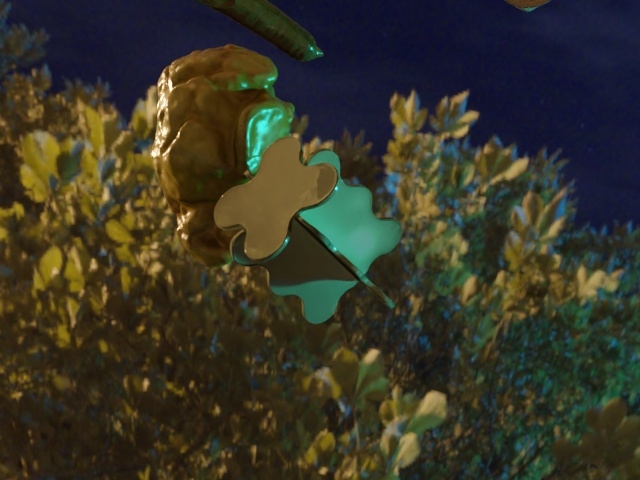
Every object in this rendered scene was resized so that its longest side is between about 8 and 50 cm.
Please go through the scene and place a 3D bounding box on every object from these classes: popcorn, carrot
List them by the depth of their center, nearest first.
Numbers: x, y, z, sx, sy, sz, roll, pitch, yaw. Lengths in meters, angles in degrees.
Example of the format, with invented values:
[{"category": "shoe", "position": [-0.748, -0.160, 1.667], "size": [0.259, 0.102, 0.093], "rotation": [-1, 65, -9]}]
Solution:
[{"category": "carrot", "position": [-0.124, -0.337, 1.266], "size": [0.342, 0.070, 0.070], "rotation": [30, -147, -31]}, {"category": "popcorn", "position": [-0.176, -0.154, 1.542], "size": [0.294, 0.334, 0.292], "rotation": [13, -134, 29]}]

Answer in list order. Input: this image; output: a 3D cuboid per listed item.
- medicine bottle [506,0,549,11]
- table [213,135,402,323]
[{"category": "medicine bottle", "position": [0.308, -0.448, 1.426], "size": [0.111, 0.161, 0.296], "rotation": [-28, -160, 20]}, {"category": "table", "position": [0.000, 0.000, 1.075], "size": [0.167, 0.198, 0.166], "rotation": [-20, -131, 25]}]
